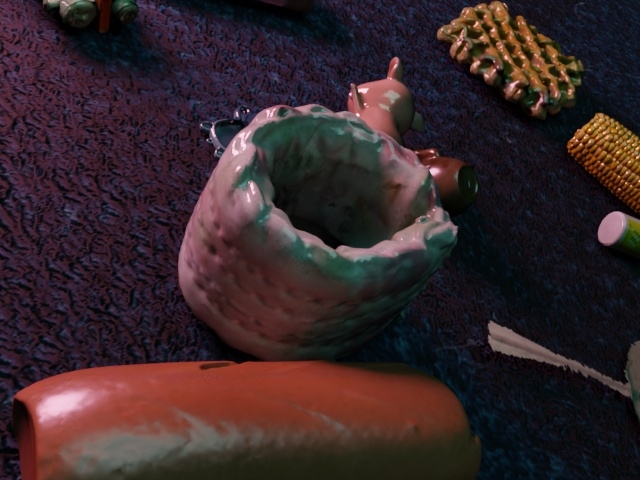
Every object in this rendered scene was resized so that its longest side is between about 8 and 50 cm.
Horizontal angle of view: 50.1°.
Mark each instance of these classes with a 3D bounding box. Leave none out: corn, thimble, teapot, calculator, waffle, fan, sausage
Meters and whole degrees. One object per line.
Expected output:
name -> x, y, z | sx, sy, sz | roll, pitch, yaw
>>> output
corn -> 0.450, -0.075, 0.935 | 0.248, 0.081, 0.081 | 41, 45, 7
thimble -> 0.000, 0.000, 0.567 | 0.211, 0.149, 0.185 | 19, 44, -16
teapot -> 0.142, -0.062, 0.752 | 0.110, 0.080, 0.084 | 5, 79, -43
calculator -> -0.054, -0.105, 0.715 | 0.141, 0.019, 0.094 | -6, 57, -32
waffle -> 0.289, -0.268, 1.025 | 0.223, 0.054, 0.204 | 41, 45, 10
fan -> 0.343, 0.168, 0.716 | 0.415, 0.012, 0.233 | 25, 44, -13
sausage -> -0.035, 0.138, 0.447 | 0.305, 0.121, 0.121 | 3, 52, -26

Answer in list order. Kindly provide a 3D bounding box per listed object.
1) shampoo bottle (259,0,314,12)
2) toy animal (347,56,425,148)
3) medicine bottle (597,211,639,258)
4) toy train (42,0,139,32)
shampoo bottle -> -0.116, -0.343, 0.851 | 0.228, 0.056, 0.086 | 6, 52, -26
toy animal -> 0.067, -0.121, 0.755 | 0.089, 0.083, 0.150 | 14, 61, 10
medicine bottle -> 0.400, -0.003, 0.869 | 0.083, 0.047, 0.047 | 19, 47, -15
toy train -> -0.269, -0.289, 0.714 | 0.118, 0.074, 0.175 | -27, 75, -32
